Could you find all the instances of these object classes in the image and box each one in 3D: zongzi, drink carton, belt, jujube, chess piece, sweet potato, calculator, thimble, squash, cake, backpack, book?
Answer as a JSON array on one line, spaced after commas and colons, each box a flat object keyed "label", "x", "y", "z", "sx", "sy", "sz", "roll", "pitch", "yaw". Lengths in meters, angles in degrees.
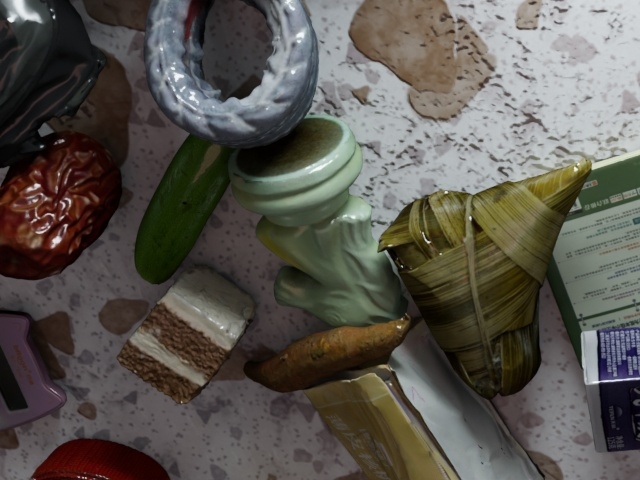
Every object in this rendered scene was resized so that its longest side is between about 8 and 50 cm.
[{"label": "zongzi", "x": 0.257, "y": 0.047, "z": 1.690, "sx": 0.288, "sy": 0.134, "sz": 0.286, "roll": -22, "pitch": 109, "yaw": 28}, {"label": "drink carton", "x": 0.449, "y": 0.182, "z": 1.701, "sx": 0.222, "sy": 0.102, "sz": 0.134, "roll": -7, "pitch": 127, "yaw": 13}, {"label": "belt", "x": -0.330, "y": 0.376, "z": 1.983, "sx": 0.200, "sy": 0.124, "sz": 0.128, "roll": 12, "pitch": 112, "yaw": 8}, {"label": "jujube", "x": -0.353, "y": -0.042, "z": 1.763, "sx": 0.155, "sy": 0.230, "sz": 0.155, "roll": 9, "pitch": 131, "yaw": 10}, {"label": "chess piece", "x": 0.000, "y": 0.000, "z": 1.748, "sx": 0.175, "sy": 0.176, "sz": 0.298, "roll": -9, "pitch": 122, "yaw": 17}, {"label": "sweet potato", "x": -0.001, "y": 0.152, "z": 1.789, "sx": 0.314, "sy": 0.072, "sz": 0.066, "roll": -26, "pitch": 65, "yaw": 42}, {"label": "calculator", "x": -0.521, "y": 0.198, "z": 2.006, "sx": 0.294, "sy": 0.043, "sz": 0.194, "roll": -13, "pitch": 109, "yaw": 22}, {"label": "thimble", "x": -0.106, "y": -0.229, "z": 1.629, "sx": 0.205, "sy": 0.172, "sz": 0.236, "roll": -24, "pitch": 88, "yaw": 7}, {"label": "squash", "x": -0.177, "y": -0.057, "z": 1.789, "sx": 0.082, "sy": 0.082, "sz": 0.292, "roll": 32, "pitch": 116, "yaw": 0}, {"label": "cake", "x": -0.177, "y": 0.121, "z": 1.833, "sx": 0.134, "sy": 0.135, "sz": 0.147, "roll": 32, "pitch": 116, "yaw": 3}, {"label": "backpack", "x": -0.479, "y": -0.296, "z": 1.678, "sx": 0.363, "sy": 0.255, "sz": 0.446, "roll": -37, "pitch": 85, "yaw": 23}, {"label": "book", "x": 0.385, "y": 0.024, "z": 1.713, "sx": 0.202, "sy": 0.027, "sz": 0.264, "roll": -18, "pitch": 106, "yaw": 20}]

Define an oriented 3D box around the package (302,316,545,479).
[{"label": "package", "x": 0.131, "y": 0.292, "z": 1.811, "sx": 0.221, "sy": 0.165, "sz": 0.311, "roll": -29, "pitch": 102, "yaw": 23}]
